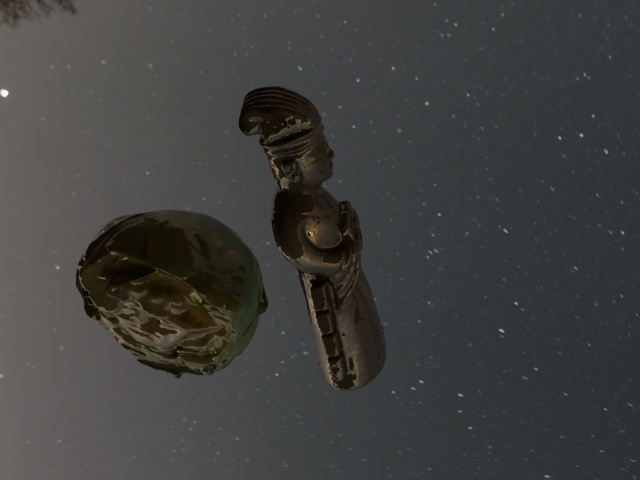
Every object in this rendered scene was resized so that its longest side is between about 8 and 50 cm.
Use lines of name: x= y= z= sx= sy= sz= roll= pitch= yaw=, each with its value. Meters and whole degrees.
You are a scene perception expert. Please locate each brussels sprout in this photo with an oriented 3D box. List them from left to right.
brussels sprout: x=-0.118 y=0.031 z=0.567 sx=0.149 sy=0.151 sz=0.122 roll=-6 pitch=-136 yaw=20

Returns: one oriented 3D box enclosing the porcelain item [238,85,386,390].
porcelain item: x=0.000 y=0.000 z=0.435 sx=0.054 sy=0.213 sz=0.084 roll=-12 pitch=-145 yaw=7
